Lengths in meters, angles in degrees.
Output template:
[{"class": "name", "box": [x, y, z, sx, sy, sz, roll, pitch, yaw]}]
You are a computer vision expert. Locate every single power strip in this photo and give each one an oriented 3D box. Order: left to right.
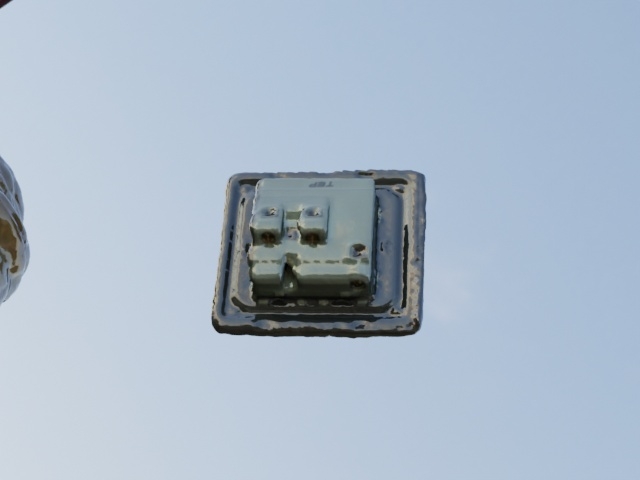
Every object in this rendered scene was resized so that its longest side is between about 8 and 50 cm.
[{"class": "power strip", "box": [0.000, -0.002, 1.889, 0.257, 0.251, 0.092, -1, -46, 5]}]

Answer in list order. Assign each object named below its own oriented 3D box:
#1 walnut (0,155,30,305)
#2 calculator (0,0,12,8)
[{"class": "walnut", "box": [-0.452, -0.019, 1.654, 0.313, 0.252, 0.277, 40, 7, -37]}, {"class": "calculator", "box": [-0.495, -0.360, 2.158, 0.190, 0.034, 0.126, -28, -76, 24]}]
